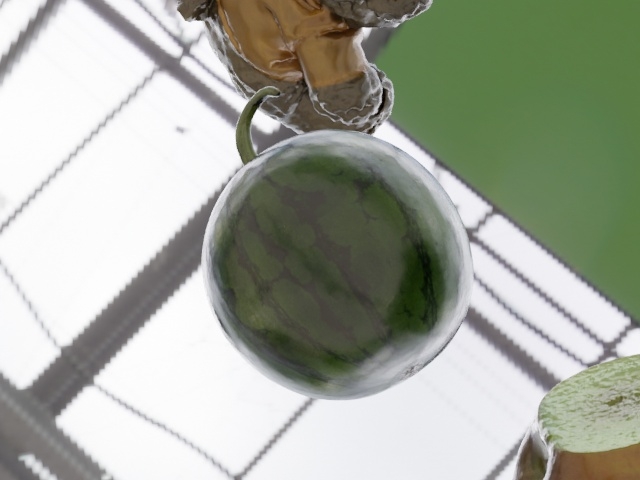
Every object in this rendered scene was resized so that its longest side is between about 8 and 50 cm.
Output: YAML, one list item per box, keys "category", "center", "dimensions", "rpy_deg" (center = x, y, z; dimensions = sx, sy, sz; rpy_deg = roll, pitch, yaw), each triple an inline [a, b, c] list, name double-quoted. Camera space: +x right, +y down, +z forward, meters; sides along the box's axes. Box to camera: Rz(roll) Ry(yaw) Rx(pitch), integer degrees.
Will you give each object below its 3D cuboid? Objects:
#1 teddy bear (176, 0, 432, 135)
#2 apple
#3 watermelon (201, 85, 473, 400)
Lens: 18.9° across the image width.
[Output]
- category: "teddy bear"
  center: [0.006, -0.159, 1.134]
  dimensions: [0.190, 0.140, 0.177]
  rpy_deg: [-31, -124, 45]
- category: "apple"
  center: [0.186, 0.150, 1.142]
  dimensions: [0.147, 0.146, 0.163]
  rpy_deg: [3, -84, -9]
- category: "watermelon"
  center: [0.002, 0.007, 0.688]
  dimensions: [0.109, 0.109, 0.109]
  rpy_deg: [-1, -92, 20]
